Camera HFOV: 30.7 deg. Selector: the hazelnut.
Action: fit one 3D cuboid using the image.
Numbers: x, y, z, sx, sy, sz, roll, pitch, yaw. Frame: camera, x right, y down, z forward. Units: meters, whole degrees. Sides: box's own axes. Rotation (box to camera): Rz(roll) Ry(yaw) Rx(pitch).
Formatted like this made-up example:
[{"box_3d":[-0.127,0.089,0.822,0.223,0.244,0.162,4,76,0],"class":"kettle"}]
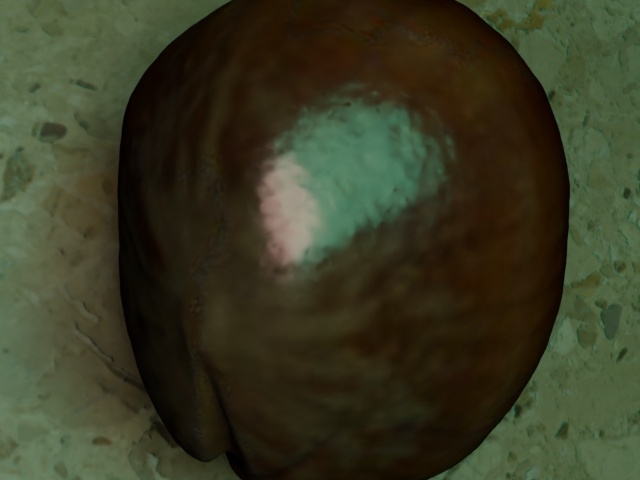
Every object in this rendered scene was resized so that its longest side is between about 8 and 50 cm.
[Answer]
[{"box_3d":[0.000,0.000,0.901,0.359,0.359,0.409,-3,102,-25],"class":"hazelnut"}]
